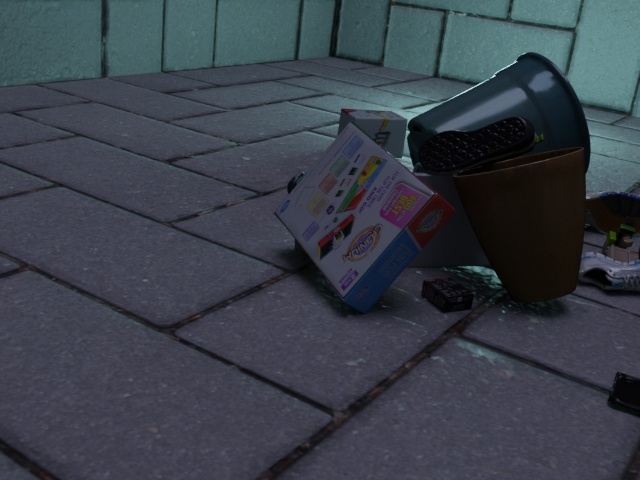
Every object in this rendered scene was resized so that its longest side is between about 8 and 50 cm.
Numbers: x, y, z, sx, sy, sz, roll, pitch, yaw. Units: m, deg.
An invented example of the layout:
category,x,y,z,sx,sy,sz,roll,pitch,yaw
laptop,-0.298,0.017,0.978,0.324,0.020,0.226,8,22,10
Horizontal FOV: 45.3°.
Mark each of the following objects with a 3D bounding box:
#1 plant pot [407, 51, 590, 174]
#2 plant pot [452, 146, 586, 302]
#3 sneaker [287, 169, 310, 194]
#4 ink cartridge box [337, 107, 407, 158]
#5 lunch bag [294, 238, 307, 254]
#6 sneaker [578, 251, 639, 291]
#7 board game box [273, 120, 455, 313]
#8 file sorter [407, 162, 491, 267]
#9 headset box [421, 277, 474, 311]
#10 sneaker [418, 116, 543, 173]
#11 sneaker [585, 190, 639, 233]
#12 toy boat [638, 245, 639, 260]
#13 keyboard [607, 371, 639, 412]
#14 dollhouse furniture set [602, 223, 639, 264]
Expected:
category,x,y,z,sx,sy,sz,roll,pitch,yaw
plant pot,0.410,-0.238,1.865,0.334,0.341,0.341,-22,27,-7
plant pot,0.388,-0.024,1.412,0.237,0.254,0.237,-14,6,1
sneaker,-0.035,-0.133,1.892,0.098,0.083,0.224,-8,8,33
ink cartridge box,0.157,-0.326,2.345,0.176,0.127,0.128,-1,22,-21
lunch bag,0.000,0.000,1.556,0.083,0.053,0.071,-24,34,-36
sneaker,0.605,0.077,1.528,0.191,0.071,0.083,6,26,23
board game box,0.067,-0.053,1.402,0.064,0.242,0.316,34,11,-40
file sorter,0.218,-0.064,1.595,0.278,0.192,0.173,-1,20,-18
headset box,0.228,0.096,1.398,0.062,0.032,0.083,-4,23,-28
sneaker,0.308,-0.169,1.478,0.235,0.084,0.097,-9,-17,25
sneaker,0.670,-0.089,1.904,0.297,0.111,0.131,7,21,1
toy boat,0.759,0.033,1.618,0.231,0.150,0.151,-3,-7,-25
keyboard,0.522,0.241,1.127,0.180,0.023,0.108,17,30,23
dollhouse furniture set,0.673,0.031,1.715,0.076,0.058,0.151,17,41,6
